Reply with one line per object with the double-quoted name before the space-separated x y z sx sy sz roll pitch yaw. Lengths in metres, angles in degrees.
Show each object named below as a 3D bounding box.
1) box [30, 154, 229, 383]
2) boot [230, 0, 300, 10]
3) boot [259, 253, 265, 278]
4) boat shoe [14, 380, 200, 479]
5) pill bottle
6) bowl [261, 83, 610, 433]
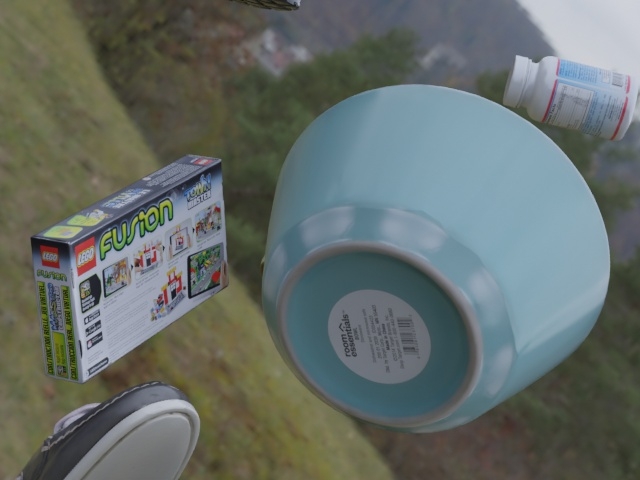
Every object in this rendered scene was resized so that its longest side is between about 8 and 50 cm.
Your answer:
"box" -0.141 0.017 1.207 0.036 0.114 0.207 9 23 27
"boot" -0.132 -0.386 1.573 0.338 0.222 0.118 27 -2 8
"boot" 0.000 0.000 2.030 0.077 0.165 0.213 7 -16 30
"boat shoe" -0.193 0.190 1.161 0.112 0.335 0.095 -8 55 -37
"pill bottle" 0.320 -0.187 2.003 0.160 0.087 0.087 15 6 1
"bowl" 0.075 0.040 1.321 0.311 0.311 0.163 42 36 -3
